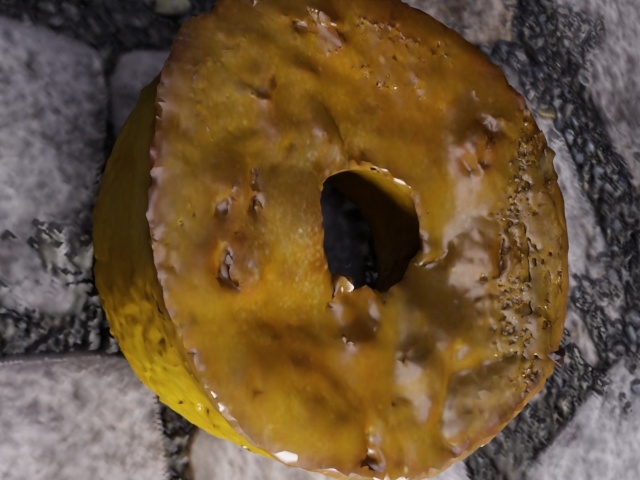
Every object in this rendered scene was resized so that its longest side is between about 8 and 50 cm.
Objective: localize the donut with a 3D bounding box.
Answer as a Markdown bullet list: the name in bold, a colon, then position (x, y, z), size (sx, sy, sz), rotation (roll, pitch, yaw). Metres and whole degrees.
- **donut**: position (0.002, 0.001, 0.837), size (0.278, 0.108, 0.277), rotation (11, 71, -34)
